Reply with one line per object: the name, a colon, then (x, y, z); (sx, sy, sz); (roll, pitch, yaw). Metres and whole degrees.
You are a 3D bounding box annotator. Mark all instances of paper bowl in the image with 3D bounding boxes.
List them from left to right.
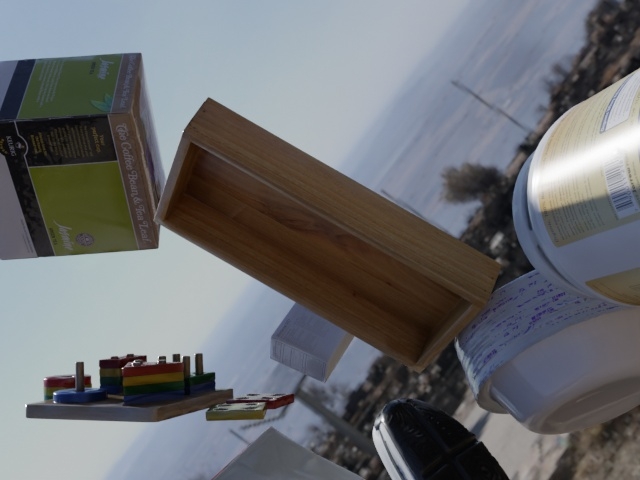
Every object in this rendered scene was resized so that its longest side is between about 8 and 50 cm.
paper bowl: (0.328, 0.145, 1.257); (0.284, 0.284, 0.148); (-51, 46, 41)

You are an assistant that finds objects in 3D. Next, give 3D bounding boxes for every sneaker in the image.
sneaker: (0.155, 0.435, 1.220); (0.257, 0.448, 0.169); (-46, -20, 30)

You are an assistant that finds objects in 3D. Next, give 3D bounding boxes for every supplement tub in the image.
supplement tub: (0.343, -0.056, 0.955); (0.228, 0.228, 0.316); (-54, 7, -17)

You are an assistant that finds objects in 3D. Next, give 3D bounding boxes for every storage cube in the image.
storage cube: (-0.064, 0.430, 1.440); (0.215, 0.183, 0.193); (-35, -39, -48)

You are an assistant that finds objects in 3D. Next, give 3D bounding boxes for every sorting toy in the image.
sorting toy: (-0.157, 0.126, 0.860); (0.132, 0.274, 0.046); (2, -94, -66)

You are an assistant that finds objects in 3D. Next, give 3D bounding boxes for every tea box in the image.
tea box: (-0.483, -0.160, 1.897); (0.220, 0.323, 0.329); (-93, 0, -49)

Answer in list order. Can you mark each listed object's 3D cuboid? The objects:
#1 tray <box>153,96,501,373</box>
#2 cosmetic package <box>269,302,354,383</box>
tray: (0.000, 0.000, 1.248); (0.076, 0.410, 0.203); (-60, 1, -37)
cosmetic package: (0.019, 0.106, 1.536); (0.239, 0.098, 0.060); (-53, -19, -40)
